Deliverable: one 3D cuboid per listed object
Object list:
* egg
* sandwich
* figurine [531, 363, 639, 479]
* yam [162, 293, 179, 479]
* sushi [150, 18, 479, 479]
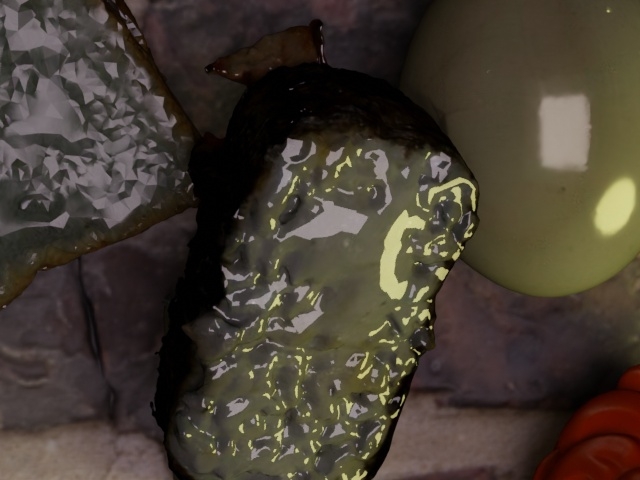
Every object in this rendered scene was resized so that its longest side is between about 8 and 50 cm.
[{"bbox_3d":[0.165,-0.091,1.381,0.219,0.219,0.269,0,92,-13],"label":"egg"},{"bbox_3d":[-0.269,-0.073,1.329,0.325,0.131,0.262,-31,109,-3],"label":"sandwich"},{"bbox_3d":[0.357,0.282,1.528,0.412,0.241,0.306,18,107,-27],"label":"figurine"},{"bbox_3d":[-0.085,0.129,1.451,0.078,0.078,0.179,-6,102,-12],"label":"yam"},{"bbox_3d":[-0.023,0.021,1.285,0.196,0.182,0.343,5,112,-30],"label":"sushi"}]
